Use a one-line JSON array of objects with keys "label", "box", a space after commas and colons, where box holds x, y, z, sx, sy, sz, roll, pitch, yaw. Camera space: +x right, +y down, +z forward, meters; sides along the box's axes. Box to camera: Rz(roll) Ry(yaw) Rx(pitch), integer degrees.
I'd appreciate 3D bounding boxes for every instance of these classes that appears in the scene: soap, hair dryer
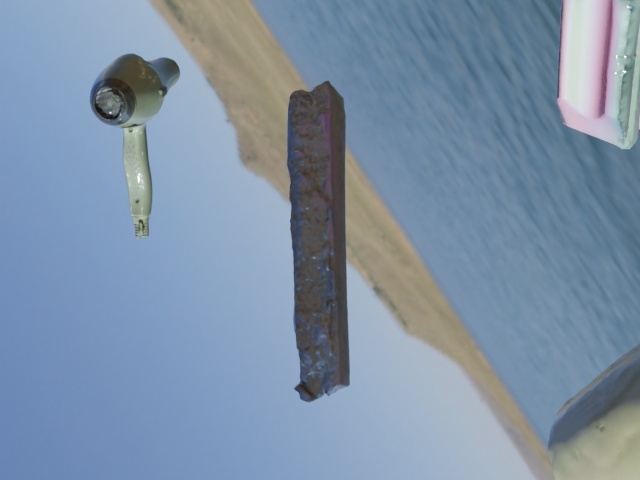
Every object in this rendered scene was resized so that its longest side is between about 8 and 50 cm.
[{"label": "soap", "box": [0.214, -0.139, 0.766, 0.056, 0.100, 0.149, 21, 142, 28]}, {"label": "hair dryer", "box": [-0.220, -0.151, 1.352, 0.219, 0.088, 0.224, -75, -17, -49]}]

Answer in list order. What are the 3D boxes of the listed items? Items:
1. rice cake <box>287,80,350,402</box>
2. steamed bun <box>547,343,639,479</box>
[{"label": "rice cake", "box": [-0.001, 0.000, 0.886, 0.055, 0.049, 0.269, 55, -147, -78]}, {"label": "steamed bun", "box": [0.301, 0.160, 0.810, 0.200, 0.225, 0.170, 3, -125, -35]}]
